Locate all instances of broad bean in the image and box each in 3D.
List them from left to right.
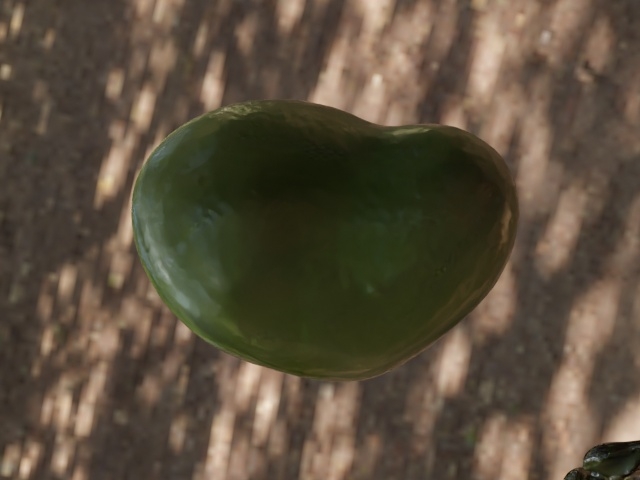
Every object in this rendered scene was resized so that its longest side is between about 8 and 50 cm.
[{"bbox_3d":[0.000,0.000,1.231,0.121,0.263,0.189,141,126,-63],"label":"broad bean"}]

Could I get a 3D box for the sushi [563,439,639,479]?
[{"bbox_3d":[0.147,0.146,0.811,0.226,0.103,0.097,63,-149,-69],"label":"sushi"}]
